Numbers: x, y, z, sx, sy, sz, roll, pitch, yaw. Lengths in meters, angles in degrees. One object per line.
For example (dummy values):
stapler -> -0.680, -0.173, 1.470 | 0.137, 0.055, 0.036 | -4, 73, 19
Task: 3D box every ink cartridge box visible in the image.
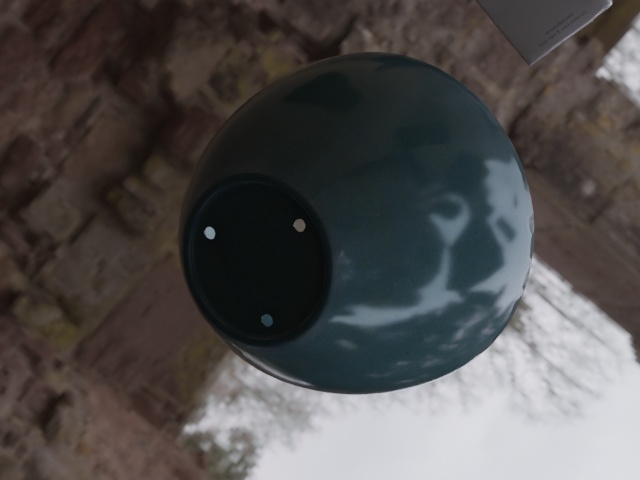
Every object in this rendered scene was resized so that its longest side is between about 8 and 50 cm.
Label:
ink cartridge box -> 0.169, -0.387, 1.561 | 0.119, 0.353, 0.207 | -36, -165, 23

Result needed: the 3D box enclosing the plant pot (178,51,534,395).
plant pot -> 0.000, 0.000, 1.128 | 0.290, 0.290, 0.195 | -45, 167, 28
